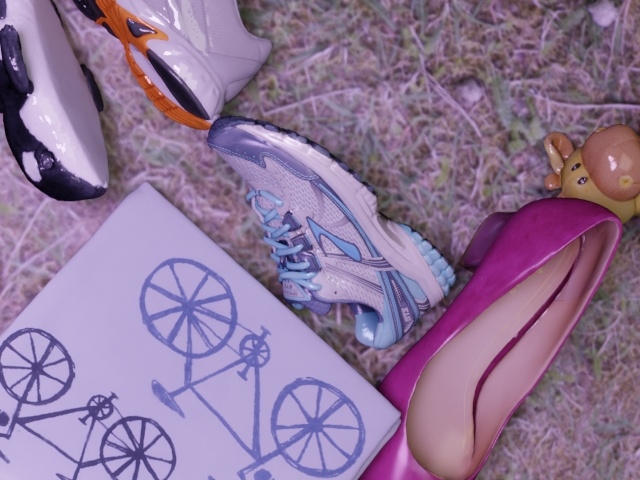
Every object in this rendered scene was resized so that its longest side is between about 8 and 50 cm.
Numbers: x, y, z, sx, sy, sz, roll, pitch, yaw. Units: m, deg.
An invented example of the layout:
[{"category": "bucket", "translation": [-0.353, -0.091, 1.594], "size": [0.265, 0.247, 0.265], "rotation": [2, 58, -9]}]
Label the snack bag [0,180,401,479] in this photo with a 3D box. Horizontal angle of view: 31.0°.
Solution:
[{"category": "snack bag", "translation": [-0.129, 0.166, 0.952], "size": [0.323, 0.037, 0.342], "rotation": [43, 58, -6]}]

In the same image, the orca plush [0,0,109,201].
[{"category": "orca plush", "translation": [-0.270, -0.156, 0.942], "size": [0.102, 0.151, 0.287], "rotation": [-22, 101, 10]}]

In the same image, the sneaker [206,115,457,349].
[{"category": "sneaker", "translation": [0.000, 0.000, 1.028], "size": [0.283, 0.110, 0.122], "rotation": [39, 82, -26]}]

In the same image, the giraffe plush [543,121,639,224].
[{"category": "giraffe plush", "translation": [0.319, -0.070, 1.161], "size": [0.170, 0.181, 0.210], "rotation": [-2, 124, -12]}]

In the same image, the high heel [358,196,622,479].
[{"category": "high heel", "translation": [0.148, 0.130, 1.055], "size": [0.127, 0.181, 0.377], "rotation": [24, 80, -20]}]

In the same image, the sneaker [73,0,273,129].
[{"category": "sneaker", "translation": [-0.145, -0.229, 1.004], "size": [0.121, 0.099, 0.262], "rotation": [-45, 112, -25]}]
